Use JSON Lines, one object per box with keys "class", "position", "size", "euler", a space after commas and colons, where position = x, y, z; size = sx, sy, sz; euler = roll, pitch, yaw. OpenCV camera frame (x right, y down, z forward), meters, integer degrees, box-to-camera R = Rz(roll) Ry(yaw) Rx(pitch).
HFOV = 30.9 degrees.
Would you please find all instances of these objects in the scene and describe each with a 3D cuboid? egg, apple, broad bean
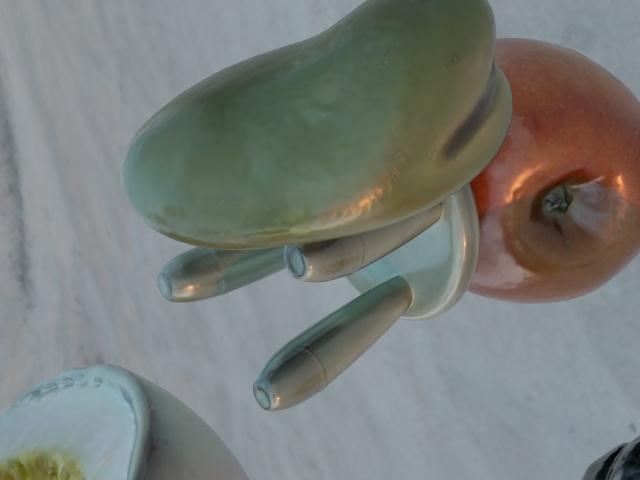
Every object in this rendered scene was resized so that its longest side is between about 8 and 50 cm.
{"class": "egg", "position": [-0.191, 0.348, 1.138], "size": [0.340, 0.354, 0.354], "euler": [48, 180, -32]}
{"class": "apple", "position": [0.195, -0.062, 1.089], "size": [0.272, 0.251, 0.206], "euler": [41, 175, -27]}
{"class": "broad bean", "position": [-0.001, -0.067, 0.748], "size": [0.189, 0.263, 0.121], "euler": [-99, -16, -51]}

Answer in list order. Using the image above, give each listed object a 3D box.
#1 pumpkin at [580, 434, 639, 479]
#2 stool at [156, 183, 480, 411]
{"class": "pumpkin", "position": [0.289, 0.289, 0.845], "size": [0.296, 0.295, 0.296], "euler": [161, 90, -76]}
{"class": "stool", "position": [0.000, 0.000, 0.944], "size": [0.195, 0.198, 0.195], "euler": [42, 135, 30]}
